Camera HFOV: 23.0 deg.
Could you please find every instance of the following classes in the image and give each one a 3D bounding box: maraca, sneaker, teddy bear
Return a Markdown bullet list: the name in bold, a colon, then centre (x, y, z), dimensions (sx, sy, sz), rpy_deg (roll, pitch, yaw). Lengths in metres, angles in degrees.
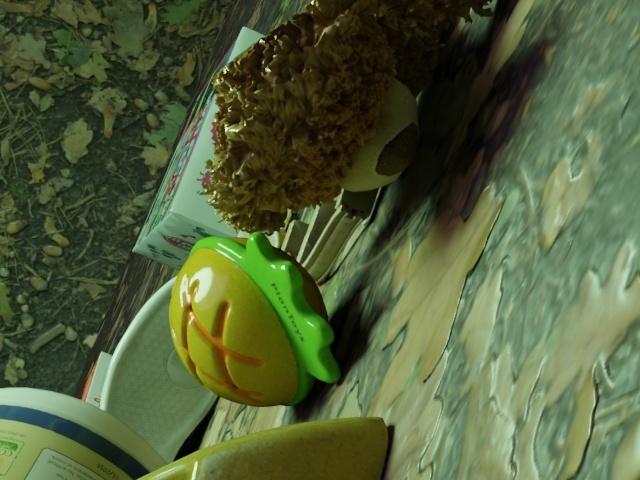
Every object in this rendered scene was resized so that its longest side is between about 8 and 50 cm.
- **maraca**: centre (-0.041, 0.051, 1.037), dimensions (0.099, 0.127, 0.186), rpy_deg (-34, 5, -24)
- **sneaker**: centre (-0.168, 0.161, 1.471), dimensions (0.147, 0.105, 0.295), rpy_deg (-162, 91, -75)
- **teddy bear**: centre (0.016, -0.094, 1.026), dimensions (0.245, 0.113, 0.338), rpy_deg (-39, 4, -7)

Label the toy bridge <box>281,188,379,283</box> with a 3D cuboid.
- **toy bridge**: centre (0.000, 0.000, 1.174), dimensions (0.188, 0.026, 0.063), rpy_deg (140, 150, -70)

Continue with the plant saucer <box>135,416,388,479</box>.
- **plant saucer**: centre (-0.128, 0.255, 0.822), dimensions (0.333, 0.081, 0.333), rpy_deg (-29, 34, 43)

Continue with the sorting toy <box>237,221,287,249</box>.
- **sorting toy**: centre (-0.053, -0.005, 1.439), dimensions (0.075, 0.045, 0.083), rpy_deg (-71, 7, -68)

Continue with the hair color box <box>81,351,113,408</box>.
- **hair color box**: centre (-0.214, 0.197, 1.681), dimensions (0.167, 0.093, 0.053), rpy_deg (-85, 20, -63)

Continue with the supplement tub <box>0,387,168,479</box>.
- **supplement tub**: centre (-0.247, 0.286, 1.135), dimensions (0.228, 0.228, 0.316), rpy_deg (-58, 4, 43)

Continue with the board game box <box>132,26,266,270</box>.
- **board game box**: centre (-0.113, -0.091, 1.797), dimensions (0.303, 0.097, 0.224), rpy_deg (150, 142, -73)
